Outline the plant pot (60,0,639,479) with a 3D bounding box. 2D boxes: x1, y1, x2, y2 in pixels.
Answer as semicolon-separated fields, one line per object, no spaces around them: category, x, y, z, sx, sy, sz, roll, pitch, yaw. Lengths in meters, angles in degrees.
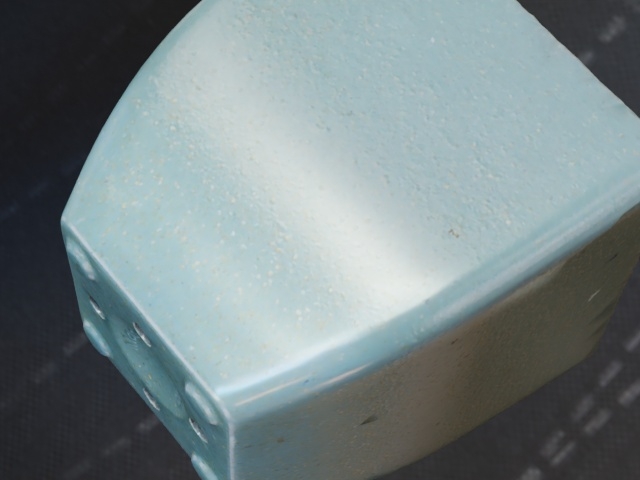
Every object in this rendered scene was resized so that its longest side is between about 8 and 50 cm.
plant pot;0.000;0.000;0.877;0.252;0.247;0.248;-35;159;-19
